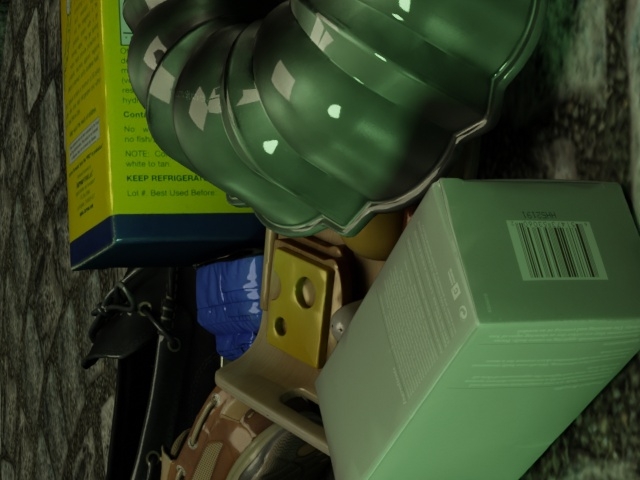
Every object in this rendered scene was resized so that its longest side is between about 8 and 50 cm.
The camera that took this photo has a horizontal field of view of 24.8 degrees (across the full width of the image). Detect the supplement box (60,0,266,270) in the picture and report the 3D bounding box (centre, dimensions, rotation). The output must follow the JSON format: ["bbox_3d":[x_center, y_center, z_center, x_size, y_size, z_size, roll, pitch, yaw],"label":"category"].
[{"bbox_3d":[-0.129,-0.159,1.357,0.195,0.194,0.356,159,109,-68],"label":"supplement box"}]

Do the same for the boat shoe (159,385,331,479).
[{"bbox_3d":[-0.091,0.226,1.349,0.116,0.123,0.324,54,135,22],"label":"boat shoe"}]

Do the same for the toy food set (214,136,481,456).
[{"bbox_3d":[0.000,0.000,1.080,0.220,0.092,0.306,23,113,47],"label":"toy food set"}]

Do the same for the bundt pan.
[{"bbox_3d":[-0.013,-0.173,0.961,0.331,0.124,0.330,-19,62,41],"label":"bundt pan"}]

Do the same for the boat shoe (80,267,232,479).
[{"bbox_3d":[-0.170,0.094,1.531,0.187,0.156,0.500,153,116,-69],"label":"boat shoe"}]

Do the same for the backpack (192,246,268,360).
[{"bbox_3d":[-0.041,0.055,1.277,0.120,0.098,0.101,-21,75,55],"label":"backpack"}]

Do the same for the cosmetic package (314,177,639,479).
[{"bbox_3d":[0.093,0.069,0.886,0.238,0.127,0.107,123,141,-52],"label":"cosmetic package"}]
